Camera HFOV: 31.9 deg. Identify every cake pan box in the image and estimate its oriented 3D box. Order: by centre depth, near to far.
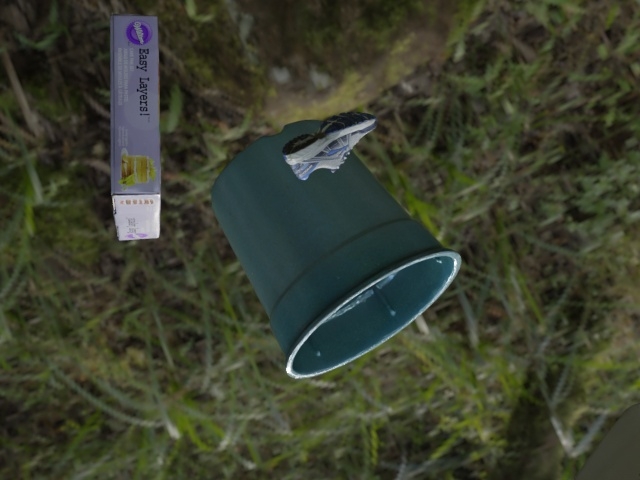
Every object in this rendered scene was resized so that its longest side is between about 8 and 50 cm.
[{"bbox_3d":[-0.251,-0.144,1.528,0.070,0.245,0.267,1,166,-8],"label":"cake pan box"}]

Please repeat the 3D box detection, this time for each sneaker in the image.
[{"bbox_3d":[0.016,-0.124,1.470,0.135,0.058,0.052,-27,-148,-11],"label":"sneaker"}]

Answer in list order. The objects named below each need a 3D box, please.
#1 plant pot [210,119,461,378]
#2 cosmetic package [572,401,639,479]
[{"bbox_3d":[0.000,0.000,1.888,0.341,0.334,0.341,-31,159,-13],"label":"plant pot"},{"bbox_3d":[0.279,0.325,0.553,0.327,0.394,0.329,-48,-175,-16],"label":"cosmetic package"}]
